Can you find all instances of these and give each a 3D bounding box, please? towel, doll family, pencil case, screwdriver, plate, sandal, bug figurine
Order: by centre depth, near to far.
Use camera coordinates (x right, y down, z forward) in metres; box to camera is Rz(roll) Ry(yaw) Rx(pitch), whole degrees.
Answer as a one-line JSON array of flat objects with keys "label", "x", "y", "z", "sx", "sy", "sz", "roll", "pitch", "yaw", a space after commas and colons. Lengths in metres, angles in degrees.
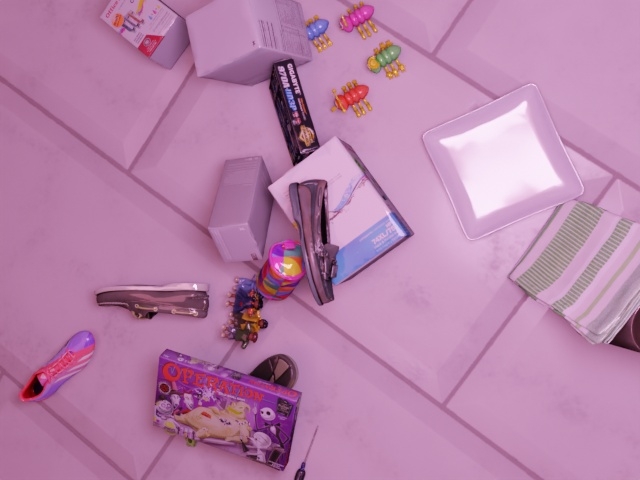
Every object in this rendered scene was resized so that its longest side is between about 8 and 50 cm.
[{"label": "towel", "x": 0.543, "y": 0.049, "z": 1.352, "sx": 0.038, "sy": 0.325, "sz": 0.247, "roll": 30, "pitch": 98, "yaw": -24}, {"label": "plate", "x": 0.412, "y": -0.175, "z": 1.496, "sx": 0.278, "sy": 0.045, "sz": 0.277, "roll": -24, "pitch": 84, "yaw": 13}, {"label": "pencil case", "x": -0.091, "y": 0.070, "z": 1.517, "sx": 0.105, "sy": 0.236, "sz": 0.104, "roll": 4, "pitch": 73, "yaw": -14}, {"label": "bug figurine", "x": 0.067, "y": -0.446, "z": 1.560, "sx": 0.216, "sy": 0.072, "sz": 0.278, "roll": -32, "pitch": 83, "yaw": 11}, {"label": "sandal", "x": -0.157, "y": 0.373, "z": 1.609, "sx": 0.303, "sy": 0.086, "sz": 0.120, "roll": -33, "pitch": 77, "yaw": 27}, {"label": "doll family", "x": -0.172, "y": 0.170, "z": 1.625, "sx": 0.112, "sy": 0.076, "sz": 0.192, "roll": 7, "pitch": 89, "yaw": 17}, {"label": "screwdriver", "x": -0.037, "y": 0.537, "z": 1.629, "sx": 0.025, "sy": 0.024, "sz": 0.169, "roll": 14, "pitch": 87, "yaw": 41}]

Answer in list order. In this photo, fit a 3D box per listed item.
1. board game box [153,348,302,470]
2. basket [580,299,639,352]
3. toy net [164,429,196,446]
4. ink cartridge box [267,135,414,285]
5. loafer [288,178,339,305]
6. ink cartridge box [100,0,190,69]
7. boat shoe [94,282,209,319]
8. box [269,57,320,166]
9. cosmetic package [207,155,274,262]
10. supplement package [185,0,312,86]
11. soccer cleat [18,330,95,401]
[{"label": "board game box", "x": -0.227, "y": 0.400, "z": 1.553, "sx": 0.347, "sy": 0.056, "sz": 0.208, "roll": 15, "pitch": 108, "yaw": 12}, {"label": "basket", "x": 0.634, "y": 0.142, "z": 1.340, "sx": 0.154, "sy": 0.227, "sz": 0.204, "roll": 13, "pitch": 99, "yaw": -7}, {"label": "toy net", "x": -0.309, "y": 0.432, "z": 1.638, "sx": 0.232, "sy": 0.045, "sz": 0.122, "roll": -46, "pitch": 75, "yaw": 31}, {"label": "ink cartridge box", "x": 0.052, "y": -0.067, "z": 1.505, "sx": 0.197, "sy": 0.198, "sz": 0.270, "roll": -36, "pitch": 84, "yaw": 12}, {"label": "loafer", "x": 0.000, "y": 0.000, "z": 1.372, "sx": 0.084, "sy": 0.096, "sz": 0.267, "roll": -14, "pitch": 86, "yaw": 8}, {"label": "ink cartridge box", "x": -0.429, "y": -0.543, "z": 1.644, "sx": 0.176, "sy": 0.127, "sz": 0.128, "roll": 39, "pitch": 99, "yaw": 10}, {"label": "boat shoe", "x": -0.431, "y": 0.156, "z": 1.665, "sx": 0.305, "sy": 0.109, "sz": 0.091, "roll": -3, "pitch": 85, "yaw": 9}, {"label": "box", "x": -0.064, "y": -0.292, "z": 1.538, "sx": 0.051, "sy": 0.175, "sz": 0.220, "roll": -17, "pitch": 87, "yaw": -9}, {"label": "cosmetic package", "x": -0.180, "y": -0.075, "z": 1.533, "sx": 0.107, "sy": 0.237, "sz": 0.127, "roll": -3, "pitch": 135, "yaw": 14}, {"label": "supplement package", "x": -0.164, "y": -0.467, "z": 1.518, "sx": 0.194, "sy": 0.203, "sz": 0.149, "roll": -14, "pitch": 87, "yaw": 34}, {"label": "soccer cleat", "x": -0.693, "y": 0.338, "z": 1.734, "sx": 0.248, "sy": 0.095, "sz": 0.083, "roll": -44, "pitch": 82, "yaw": 10}]
